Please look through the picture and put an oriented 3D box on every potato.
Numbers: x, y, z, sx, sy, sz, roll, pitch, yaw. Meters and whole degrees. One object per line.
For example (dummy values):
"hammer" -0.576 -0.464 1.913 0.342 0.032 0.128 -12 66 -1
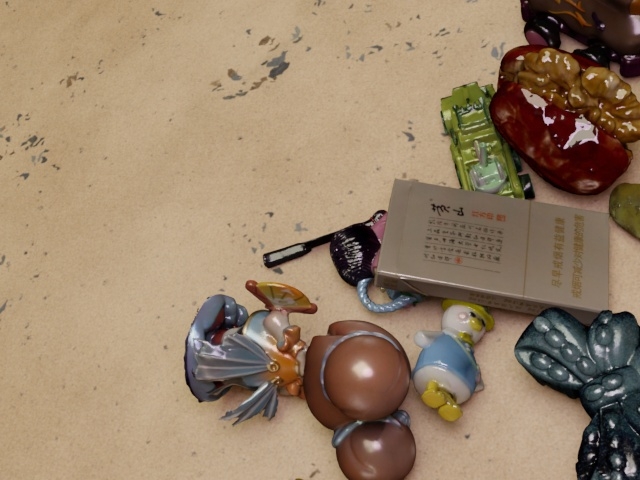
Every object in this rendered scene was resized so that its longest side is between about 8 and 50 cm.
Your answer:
"potato" 0.555 -0.042 1.616 0.188 0.085 0.105 27 71 35

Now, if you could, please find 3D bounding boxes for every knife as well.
"knife" 0.000 0.000 1.810 0.230 0.060 0.028 -19 78 8

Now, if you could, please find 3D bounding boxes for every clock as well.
"clock" 0.124 0.028 1.722 0.195 0.100 0.194 -27 57 5

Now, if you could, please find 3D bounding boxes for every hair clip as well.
"hair clip" 0.434 0.229 1.455 0.206 0.194 0.310 -30 56 15

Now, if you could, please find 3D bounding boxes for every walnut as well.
"walnut" 0.407 -0.215 1.653 0.269 0.244 0.221 31 75 2

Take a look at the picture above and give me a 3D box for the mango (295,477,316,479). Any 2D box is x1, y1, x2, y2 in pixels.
"mango" 0.014 0.489 1.460 0.187 0.138 0.257 9 87 26

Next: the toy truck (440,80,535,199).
"toy truck" 0.287 -0.179 1.763 0.128 0.135 0.259 -15 54 11

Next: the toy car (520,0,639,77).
"toy car" 0.515 -0.465 1.783 0.341 0.240 0.271 36 76 30

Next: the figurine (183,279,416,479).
"figurine" -0.023 0.213 1.587 0.388 0.276 0.248 8 40 21

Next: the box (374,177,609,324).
"box" 0.283 0.015 1.618 0.365 0.051 0.204 10 54 4

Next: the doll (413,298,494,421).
"doll" 0.215 0.171 1.588 0.135 0.098 0.241 22 58 7
